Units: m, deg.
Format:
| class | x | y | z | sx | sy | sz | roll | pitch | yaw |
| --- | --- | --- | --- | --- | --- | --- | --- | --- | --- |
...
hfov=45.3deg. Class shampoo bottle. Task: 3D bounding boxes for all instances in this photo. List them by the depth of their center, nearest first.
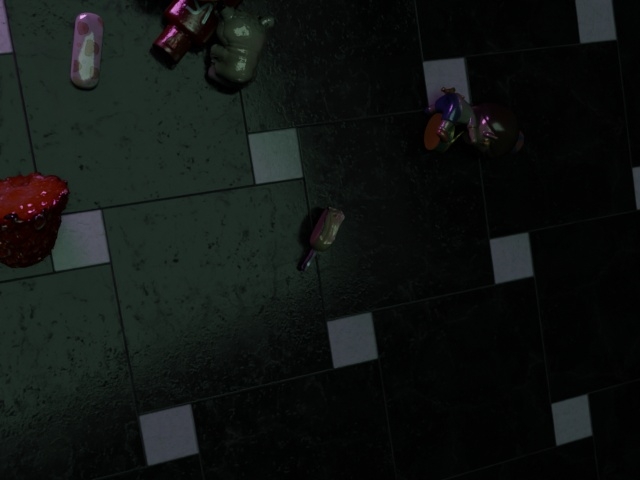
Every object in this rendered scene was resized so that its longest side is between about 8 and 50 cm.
| class | x | y | z | sx | sy | sz | roll | pitch | yaw |
| --- | --- | --- | --- | --- | --- | --- | --- | --- | --- |
| shampoo bottle | -0.260 | -0.542 | 1.750 | 0.118 | 0.076 | 0.314 | 40 | 80 | -18 |

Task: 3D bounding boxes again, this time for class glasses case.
| class | x | y | z | sx | sy | sz | roll | pitch | yaw |
| --- | --- | --- | --- | --- | --- | --- | --- | --- | --- |
| glasses case | -0.514 | -0.418 | 1.689 | 0.063 | 0.041 | 0.164 | 6 | 91 | -19 |

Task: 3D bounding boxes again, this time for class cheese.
| class | x | y | z | sx | sy | sz | roll | pitch | yaw |
| --- | --- | --- | --- | --- | --- | --- | --- | --- | --- |
| cheese | 0.001 | 0.000 | 1.848 | 0.048 | 0.092 | 0.171 | 27 | 84 | -10 |

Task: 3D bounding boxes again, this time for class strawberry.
| class | x | y | z | sx | sy | sz | roll | pitch | yaw |
| --- | --- | --- | --- | --- | --- | --- | --- | --- | --- |
| strawberry | -0.616 | -0.028 | 1.603 | 0.234 | 0.234 | 0.178 | -19 | 124 | -17 |

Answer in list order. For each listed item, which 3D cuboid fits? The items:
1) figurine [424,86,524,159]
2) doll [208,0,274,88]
| class | x | y | z | sx | sy | sz | roll | pitch | yaw |
| --- | --- | --- | --- | --- | --- | --- | --- | --- | --- |
| figurine | 0.402 | -0.279 | 1.949 | 0.276 | 0.161 | 0.158 | 12 | 129 | -16 |
| doll | -0.186 | -0.443 | 1.746 | 0.149 | 0.095 | 0.192 | 1 | 110 | -27 |
